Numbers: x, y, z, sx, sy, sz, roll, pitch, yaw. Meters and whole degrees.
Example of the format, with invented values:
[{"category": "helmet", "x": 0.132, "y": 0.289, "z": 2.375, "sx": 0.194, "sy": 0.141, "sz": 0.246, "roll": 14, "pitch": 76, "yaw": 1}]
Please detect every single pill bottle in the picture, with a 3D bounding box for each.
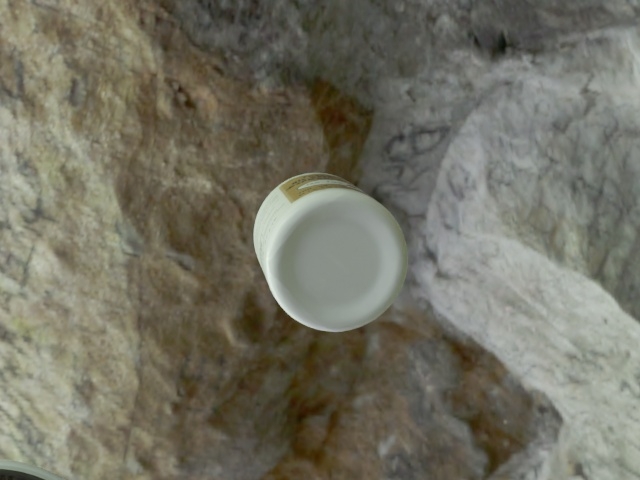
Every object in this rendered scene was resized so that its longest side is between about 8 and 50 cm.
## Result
[{"category": "pill bottle", "x": 0.000, "y": 0.000, "z": 0.956, "sx": 0.131, "sy": 0.229, "sz": 0.131, "roll": -2, "pitch": -79, "yaw": -8}]

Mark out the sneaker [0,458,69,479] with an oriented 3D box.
[{"category": "sneaker", "x": -0.307, "y": 0.233, "z": 0.839, "sx": 0.290, "sy": 0.106, "sz": 0.123, "roll": 15, "pitch": -7, "yaw": -1}]
